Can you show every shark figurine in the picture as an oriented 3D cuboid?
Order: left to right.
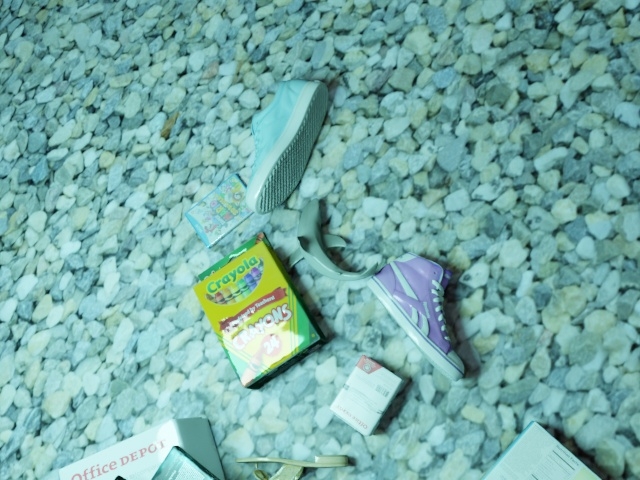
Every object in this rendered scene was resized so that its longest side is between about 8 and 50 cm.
[{"bbox_3d":[0.002,0.026,1.239,0.166,0.116,0.278,-48,54,2],"label":"shark figurine"}]

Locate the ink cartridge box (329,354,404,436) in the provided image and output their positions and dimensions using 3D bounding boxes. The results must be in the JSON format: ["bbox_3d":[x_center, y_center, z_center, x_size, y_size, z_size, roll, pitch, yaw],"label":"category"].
[{"bbox_3d":[0.097,0.323,1.174,0.099,0.056,0.135,31,83,21],"label":"ink cartridge box"}]

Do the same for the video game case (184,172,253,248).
[{"bbox_3d":[-0.246,-0.075,1.406,0.166,0.015,0.119,-39,69,1],"label":"video game case"}]

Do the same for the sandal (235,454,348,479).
[{"bbox_3d":[-0.062,0.485,1.151,0.240,0.088,0.079,-5,66,8],"label":"sandal"}]

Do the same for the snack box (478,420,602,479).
[{"bbox_3d":[0.460,0.513,1.020,0.322,0.060,0.187,42,88,22],"label":"snack box"}]

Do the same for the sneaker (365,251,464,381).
[{"bbox_3d":[0.236,0.143,1.171,0.161,0.102,0.282,-37,68,-2],"label":"sneaker"}]

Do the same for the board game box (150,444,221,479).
[{"bbox_3d":[-0.281,0.504,1.057,0.126,0.026,0.186,31,81,19],"label":"board game box"}]

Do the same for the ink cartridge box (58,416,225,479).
[{"bbox_3d":[-0.332,0.600,1.143,0.285,0.166,0.395,-25,69,5],"label":"ink cartridge box"}]

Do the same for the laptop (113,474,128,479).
[{"bbox_3d":[-0.334,0.615,1.019,0.234,0.137,0.264,21,63,18],"label":"laptop"}]

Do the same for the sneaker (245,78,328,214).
[{"bbox_3d":[-0.112,-0.233,1.368,0.150,0.135,0.366,17,70,26],"label":"sneaker"}]

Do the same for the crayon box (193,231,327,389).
[{"bbox_3d":[-0.152,0.148,1.279,0.202,0.081,0.319,-35,68,3],"label":"crayon box"}]
